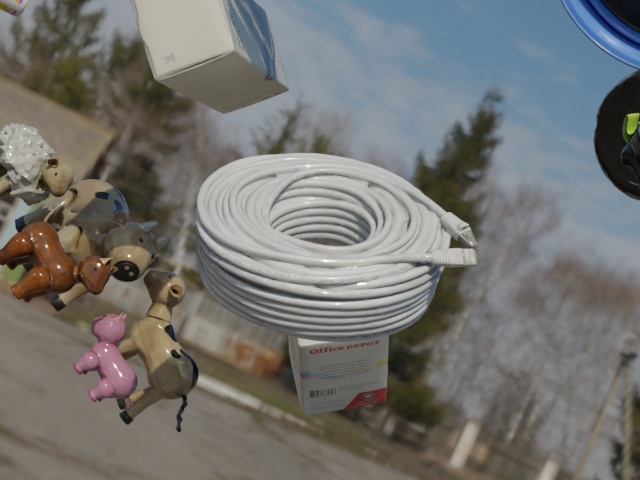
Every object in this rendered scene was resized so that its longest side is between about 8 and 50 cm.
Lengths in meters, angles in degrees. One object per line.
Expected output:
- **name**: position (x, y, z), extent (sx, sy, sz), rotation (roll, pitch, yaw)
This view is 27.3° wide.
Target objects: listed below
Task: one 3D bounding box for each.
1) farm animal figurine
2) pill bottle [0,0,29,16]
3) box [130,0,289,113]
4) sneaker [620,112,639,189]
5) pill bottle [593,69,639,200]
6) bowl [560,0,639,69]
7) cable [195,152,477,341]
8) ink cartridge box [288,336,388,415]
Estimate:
- **farm animal figurine**: position (-0.261, 0.033, 1.633), extent (0.327, 0.172, 0.330), rotation (60, -1, 42)
- **pill bottle**: position (-0.388, -0.303, 1.567), extent (0.083, 0.043, 0.043), rotation (26, -5, -25)
- **box**: position (-0.119, -0.223, 1.482), extent (0.094, 0.113, 0.275), rotation (-18, -4, 9)
- **sneaker**: position (0.296, 0.000, 0.977), extent (0.084, 0.235, 0.097), rotation (-10, -20, -31)
- **pill bottle**: position (0.357, -0.099, 1.242), extent (0.123, 0.123, 0.219), rotation (22, 16, 34)
- **bowl**: position (0.541, -0.445, 1.993), extent (0.391, 0.391, 0.077), rotation (24, 37, 20)
- **cable**: position (0.000, 0.000, 1.328), extent (0.257, 0.089, 0.257), rotation (-10, 36, -24)
- **ink cartridge box**: position (0.023, 0.143, 1.885), extent (0.128, 0.127, 0.176), rotation (-8, -40, -7)
